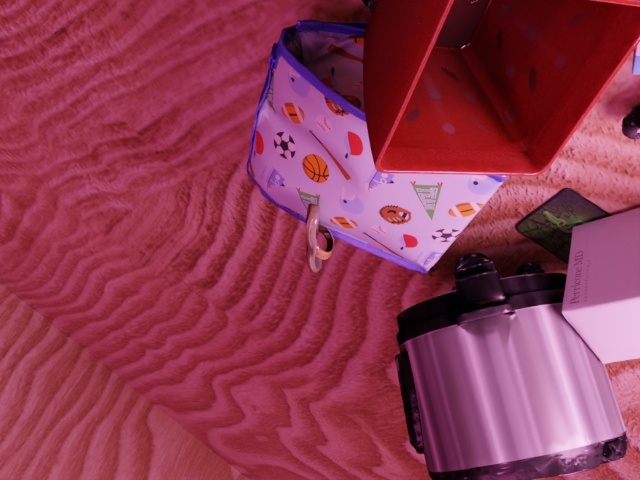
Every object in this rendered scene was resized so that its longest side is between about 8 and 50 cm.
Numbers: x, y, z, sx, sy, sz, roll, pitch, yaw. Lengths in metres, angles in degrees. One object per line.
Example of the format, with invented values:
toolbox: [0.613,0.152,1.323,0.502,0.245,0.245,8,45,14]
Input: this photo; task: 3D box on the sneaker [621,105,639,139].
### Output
sneaker: [0.553,-0.176,0.918,0.234,0.078,0.106,-21,121,41]

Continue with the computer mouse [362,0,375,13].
computer mouse: [0.084,-0.430,0.931,0.071,0.041,0.242,1,144,4]

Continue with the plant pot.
plant pot: [0.194,-0.261,0.837,0.267,0.236,0.267,-1,141,-22]

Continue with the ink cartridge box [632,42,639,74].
ink cartridge box: [0.455,-0.294,0.826,0.092,0.090,0.143,8,140,23]

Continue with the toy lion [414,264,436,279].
toy lion: [0.205,0.030,1.402,0.096,0.034,0.100,23,143,16]

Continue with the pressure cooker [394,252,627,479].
pressure cooker: [0.340,0.232,1.242,0.375,0.420,0.370,-2,161,-29]

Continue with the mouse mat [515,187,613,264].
mouse mat: [0.480,-0.011,1.213,0.190,0.007,0.152,31,142,-8]

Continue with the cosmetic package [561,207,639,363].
cosmetic package: [0.603,0.045,1.034,0.385,0.217,0.156,-20,123,39]

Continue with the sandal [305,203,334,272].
sandal: [0.000,0.000,1.124,0.049,0.072,0.180,1,148,1]

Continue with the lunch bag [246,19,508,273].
lunch bag: [0.080,-0.162,1.083,0.385,0.239,0.328,20,145,-3]
